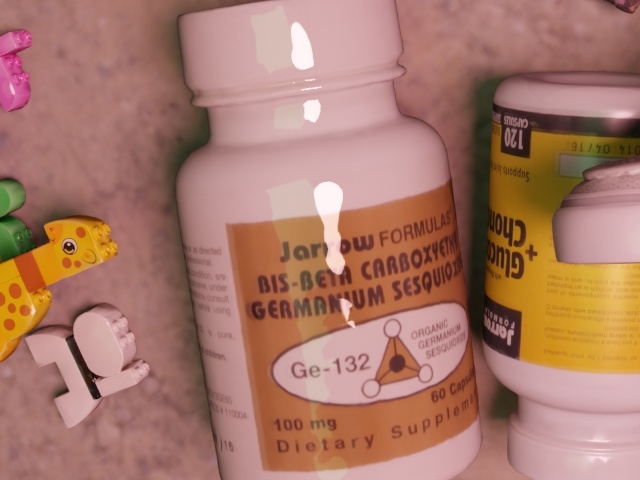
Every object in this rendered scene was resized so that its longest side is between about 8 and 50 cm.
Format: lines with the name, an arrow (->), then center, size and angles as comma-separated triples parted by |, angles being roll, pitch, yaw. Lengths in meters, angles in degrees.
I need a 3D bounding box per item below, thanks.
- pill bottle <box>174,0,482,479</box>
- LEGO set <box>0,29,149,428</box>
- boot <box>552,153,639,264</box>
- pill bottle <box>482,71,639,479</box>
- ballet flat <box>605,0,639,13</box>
pill bottle -> 0.000, 0.000, 0.651 | 0.131, 0.131, 0.229 | -6, 100, 16
LEGO set -> -0.150, -0.011, 0.712 | 0.093, 0.087, 0.227 | -22, 96, 18
boot -> 0.181, -0.063, 0.547 | 0.095, 0.258, 0.123 | -1, 97, 48
pill bottle -> 0.128, 0.017, 0.635 | 0.103, 0.103, 0.184 | 4, 101, 14
ballet flat -> 0.206, -0.178, 0.599 | 0.221, 0.077, 0.079 | -35, 109, 23
